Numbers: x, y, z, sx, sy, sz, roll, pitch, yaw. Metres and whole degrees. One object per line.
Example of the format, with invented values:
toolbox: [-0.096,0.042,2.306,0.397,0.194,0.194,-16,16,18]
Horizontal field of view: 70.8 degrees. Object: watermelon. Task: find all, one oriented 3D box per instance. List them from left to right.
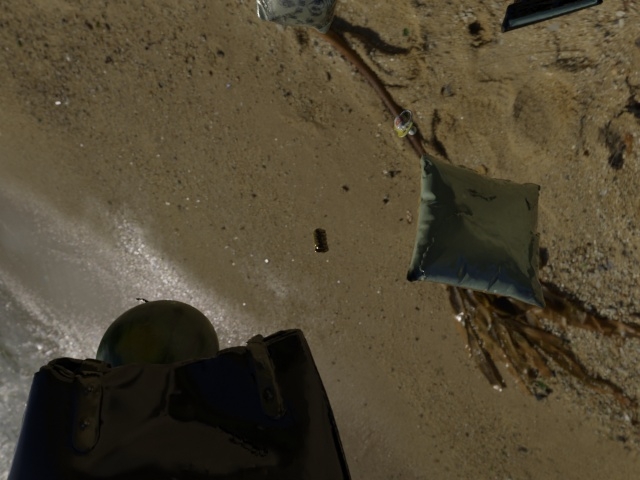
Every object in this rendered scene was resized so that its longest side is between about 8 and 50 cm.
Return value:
watermelon: [-0.266,0.175,0.786,0.204,0.232,0.127,26,117,-7]

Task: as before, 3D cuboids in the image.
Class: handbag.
handbag: [-0.126,0.240,0.436,0.152,0.343,0.287,168,99,-69]

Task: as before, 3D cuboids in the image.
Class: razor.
razor: [0.141,-0.292,0.350,0.082,0.042,0.253,-18,94,0]

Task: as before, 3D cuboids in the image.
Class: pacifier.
pacifier: [0.233,-0.308,1.200,0.068,0.064,0.083,-49,35,28]

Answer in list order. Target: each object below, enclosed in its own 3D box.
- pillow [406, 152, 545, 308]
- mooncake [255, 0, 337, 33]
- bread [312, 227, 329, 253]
pillow: [0.344,-0.025,0.981,0.310,0.312,0.119,14,155,-11]
mooncake: [-0.071,-0.752,1.368,0.250,0.136,0.254,9,163,-10]
bread: [0.000,0.000,1.481,0.049,0.033,0.087,-7,79,5]
